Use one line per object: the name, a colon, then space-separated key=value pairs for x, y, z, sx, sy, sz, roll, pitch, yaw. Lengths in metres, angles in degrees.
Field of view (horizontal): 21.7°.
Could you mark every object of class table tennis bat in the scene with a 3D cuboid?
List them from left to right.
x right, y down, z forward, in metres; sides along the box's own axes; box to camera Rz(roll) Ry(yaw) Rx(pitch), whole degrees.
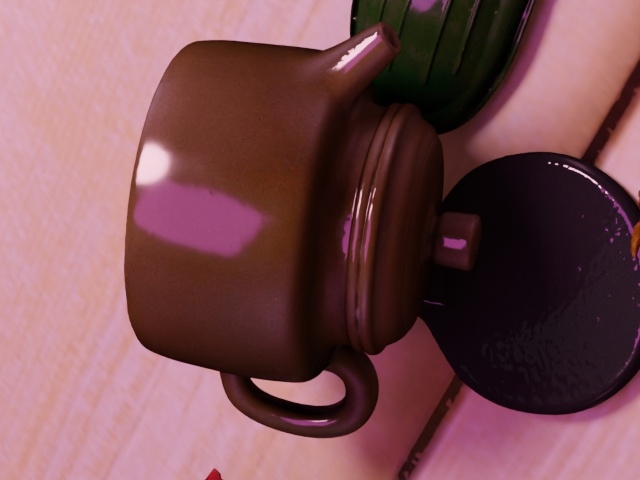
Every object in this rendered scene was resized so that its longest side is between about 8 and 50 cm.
table tennis bat: x=0.091 y=0.027 z=0.974 sx=0.236 sy=0.027 sz=0.150 roll=-4 pitch=92 yaw=38

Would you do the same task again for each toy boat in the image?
toy boat: x=0.076 y=-0.155 z=0.943 sx=0.104 sy=0.052 sz=0.210 roll=23 pitch=113 yaw=13

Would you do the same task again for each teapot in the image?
teapot: x=0.000 y=0.000 z=0.929 sx=0.175 sy=0.185 sz=0.268 roll=10 pitch=122 yaw=13

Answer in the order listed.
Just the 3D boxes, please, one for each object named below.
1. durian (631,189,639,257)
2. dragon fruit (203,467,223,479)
durian: x=0.271 y=-0.055 z=0.771 sx=0.186 sy=0.154 sz=0.260 roll=26 pitch=122 yaw=7
dragon fruit: x=-0.087 y=0.257 z=1.047 sx=0.268 sy=0.205 sz=0.210 roll=94 pitch=169 yaw=-57
